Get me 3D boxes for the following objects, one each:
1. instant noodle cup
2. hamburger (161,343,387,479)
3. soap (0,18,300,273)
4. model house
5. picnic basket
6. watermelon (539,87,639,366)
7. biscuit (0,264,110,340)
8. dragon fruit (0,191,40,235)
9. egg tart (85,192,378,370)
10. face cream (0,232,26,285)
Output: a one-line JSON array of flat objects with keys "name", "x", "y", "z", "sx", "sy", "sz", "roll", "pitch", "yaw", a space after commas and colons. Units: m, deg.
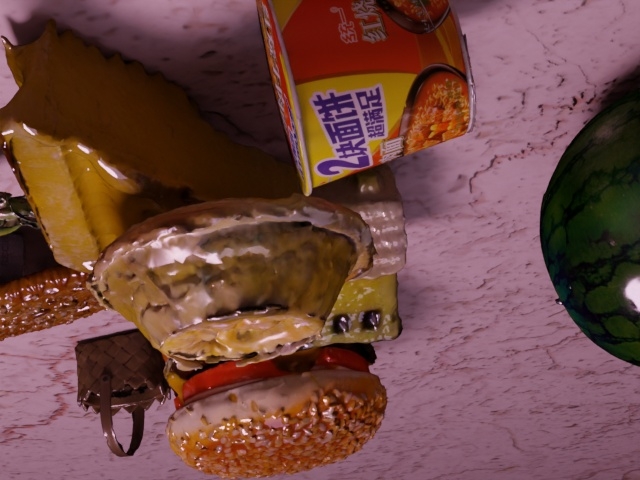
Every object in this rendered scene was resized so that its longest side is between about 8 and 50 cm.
[{"name": "instant noodle cup", "x": 0.043, "y": -0.162, "z": 1.301, "sx": 0.174, "sy": 0.213, "sz": 0.213, "roll": -14, "pitch": 155, "yaw": -5}, {"name": "hamburger", "x": -0.069, "y": 0.204, "z": 1.973, "sx": 0.330, "sy": 0.250, "sz": 0.330, "roll": -4, "pitch": 155, "yaw": -2}, {"name": "soap", "x": -0.154, "y": -0.097, "z": 1.418, "sx": 0.304, "sy": 0.169, "sz": 0.338, "roll": -6, "pitch": 156, "yaw": -2}, {"name": "model house", "x": 0.000, "y": 0.000, "z": 1.686, "sx": 0.193, "sy": 0.174, "sz": 0.234, "roll": -5, "pitch": 131, "yaw": -4}, {"name": "picnic basket", "x": -0.298, "y": 0.239, "z": 2.079, "sx": 0.138, "sy": 0.178, "sz": 0.128, "roll": -13, "pitch": 152, "yaw": 16}, {"name": "watermelon", "x": 0.415, "y": -0.018, "z": 1.520, "sx": 0.363, "sy": 0.363, "sz": 0.363, "roll": -5, "pitch": 155, "yaw": -2}, {"name": "biscuit", "x": -0.335, "y": 0.077, "z": 1.782, "sx": 0.305, "sy": 0.038, "sz": 0.305, "roll": -18, "pitch": 171, "yaw": -3}, {"name": "dragon fruit", "x": -0.421, "y": -0.028, "z": 1.531, "sx": 0.236, "sy": 0.135, "sz": 0.137, "roll": 9, "pitch": 147, "yaw": -17}, {"name": "egg tart", "x": -0.083, "y": 0.054, "z": 1.424, "sx": 0.315, "sy": 0.120, "sz": 0.315, "roll": -10, "pitch": 160, "yaw": -4}, {"name": "face cream", "x": -0.509, "y": 0.018, "z": 1.692, "sx": 0.284, "sy": 0.073, "sz": 0.073, "roll": 4, "pitch": 153, "yaw": -19}]
